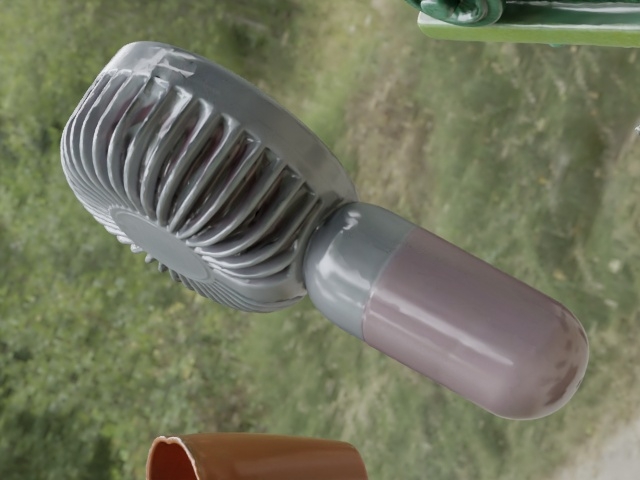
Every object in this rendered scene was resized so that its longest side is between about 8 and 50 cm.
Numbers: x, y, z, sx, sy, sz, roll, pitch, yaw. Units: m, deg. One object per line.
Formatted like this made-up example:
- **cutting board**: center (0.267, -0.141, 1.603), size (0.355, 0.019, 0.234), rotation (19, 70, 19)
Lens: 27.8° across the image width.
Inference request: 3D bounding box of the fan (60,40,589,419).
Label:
- **fan**: center (0.000, 0.000, 0.546), size (0.074, 0.244, 0.130), rotation (-56, -17, -18)

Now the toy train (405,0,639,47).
- **toy train**: center (0.214, -0.180, 0.867), size (0.237, 0.369, 0.150), rotation (35, -109, -49)

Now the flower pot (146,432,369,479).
- **flower pot**: center (-0.049, 0.249, 1.153), size (0.190, 0.173, 0.190), rotation (25, 118, 59)

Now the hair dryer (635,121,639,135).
- **hair dryer**: center (0.311, -0.046, 0.776), size (0.195, 0.220, 0.053), rotation (-53, 5, 46)
